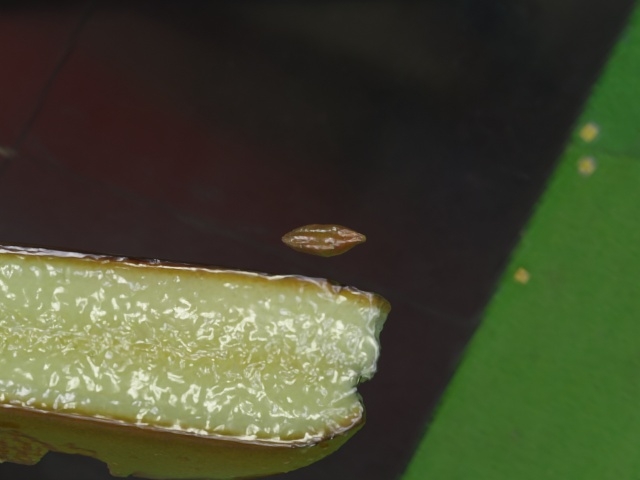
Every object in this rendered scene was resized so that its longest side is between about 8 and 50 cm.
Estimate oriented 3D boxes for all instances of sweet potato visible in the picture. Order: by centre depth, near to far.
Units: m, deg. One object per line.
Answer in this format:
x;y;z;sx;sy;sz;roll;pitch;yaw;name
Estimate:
0.000;0.000;1.773;0.095;0.034;0.034;-3;64;30;sweet potato

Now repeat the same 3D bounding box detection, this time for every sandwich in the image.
-0.097;0.056;0.805;0.088;0.245;0.090;118;159;-68;sandwich
